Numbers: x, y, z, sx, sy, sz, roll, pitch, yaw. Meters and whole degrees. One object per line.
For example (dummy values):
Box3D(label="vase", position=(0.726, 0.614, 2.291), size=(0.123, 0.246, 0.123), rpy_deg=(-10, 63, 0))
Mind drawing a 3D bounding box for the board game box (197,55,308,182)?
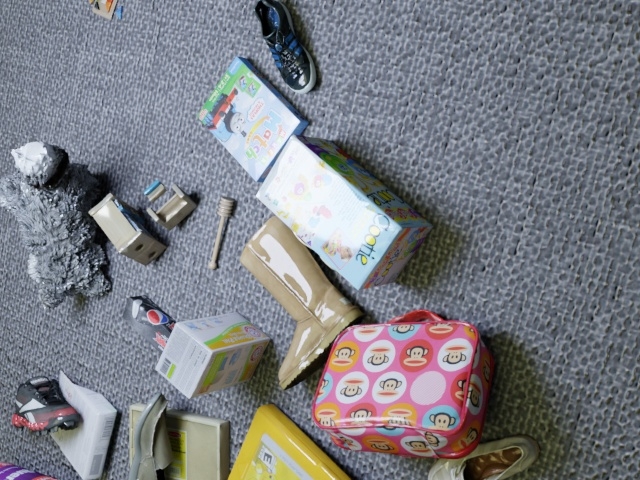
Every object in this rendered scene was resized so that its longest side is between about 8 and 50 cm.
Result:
Box3D(label="board game box", position=(-0.142, -0.248, 1.582), size=(0.211, 0.039, 0.160), rpy_deg=(47, 113, 20))

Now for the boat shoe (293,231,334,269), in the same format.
Box3D(label="boat shoe", position=(0.000, 0.000, 1.500), size=(0.137, 0.049, 0.043), rpy_deg=(43, 122, 17))

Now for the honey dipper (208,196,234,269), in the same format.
Box3D(label="honey dipper", position=(-0.216, -0.013, 1.642), size=(0.030, 0.030, 0.161), rpy_deg=(23, 106, 28))

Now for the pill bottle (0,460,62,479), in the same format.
Box3D(label="pill bottle", position=(-0.719, 0.661, 1.888), size=(0.322, 0.181, 0.182), rpy_deg=(4, 94, 31))

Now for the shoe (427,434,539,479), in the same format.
Box3D(label="shoe", position=(0.274, 0.393, 1.346), size=(0.219, 0.058, 0.077), rpy_deg=(-31, 76, 28))

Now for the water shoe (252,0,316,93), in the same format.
Box3D(label="water shoe", position=(-0.079, -0.379, 1.512), size=(0.073, 0.080, 0.203), rpy_deg=(-31, 77, 29))

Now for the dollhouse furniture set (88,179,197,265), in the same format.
Box3D(label="dollhouse furniture set", position=(-0.379, -0.061, 1.702), size=(0.183, 0.129, 0.129), rpy_deg=(-42, 69, 0))

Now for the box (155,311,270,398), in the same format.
Box3D(label="box", position=(-0.211, 0.226, 1.549), size=(0.103, 0.203, 0.114), rpy_deg=(34, 107, 25))

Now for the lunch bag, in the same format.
Box3D(label="lunch bag", position=(0.146, 0.237, 1.343), size=(0.293, 0.120, 0.258), rpy_deg=(-4, 50, 31))

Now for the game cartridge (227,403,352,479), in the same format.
Box3D(label="game cartridge", position=(-0.061, 0.533, 1.524), size=(0.323, 0.052, 0.285), rpy_deg=(35, 110, 39))

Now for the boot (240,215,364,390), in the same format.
Box3D(label="boot", position=(-0.069, 0.124, 1.531), size=(0.236, 0.089, 0.269), rpy_deg=(-47, 69, 11))

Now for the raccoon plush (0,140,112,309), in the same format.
Box3D(label="raccoon plush", position=(-0.595, -0.011, 1.677), size=(0.216, 0.446, 0.299), rpy_deg=(-14, 85, -2))

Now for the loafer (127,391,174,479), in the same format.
Box3D(label="loafer", position=(-0.355, 0.446, 1.680), size=(0.087, 0.094, 0.251), rpy_deg=(15, 110, 5))

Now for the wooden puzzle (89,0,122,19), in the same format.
Box3D(label="wooden puzzle", position=(-0.504, -0.559, 1.800), size=(0.116, 0.014, 0.079), rpy_deg=(21, 103, 28))

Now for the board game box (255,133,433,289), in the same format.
Box3D(label="board game box", position=(0.043, -0.055, 1.418), size=(0.275, 0.142, 0.144), rpy_deg=(43, 112, 23))

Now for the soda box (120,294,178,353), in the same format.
Box3D(label="soda box", position=(-0.369, 0.192, 1.730), size=(0.169, 0.053, 0.060), rpy_deg=(35, 109, 25))

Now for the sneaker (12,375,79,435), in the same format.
Box3D(label="sneaker", position=(-0.672, 0.398, 1.874), size=(0.276, 0.097, 0.135), rpy_deg=(-8, 83, 48))

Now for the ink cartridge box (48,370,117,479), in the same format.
Box3D(label="ink cartridge box", position=(-0.586, 0.447, 1.887), size=(0.224, 0.056, 0.181), rpy_deg=(29, 107, 46))

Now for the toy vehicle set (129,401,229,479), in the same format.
Box3D(label="toy vehicle set", position=(-0.318, 0.466, 1.722), size=(0.266, 0.035, 0.166), rpy_deg=(3, 94, 31))
